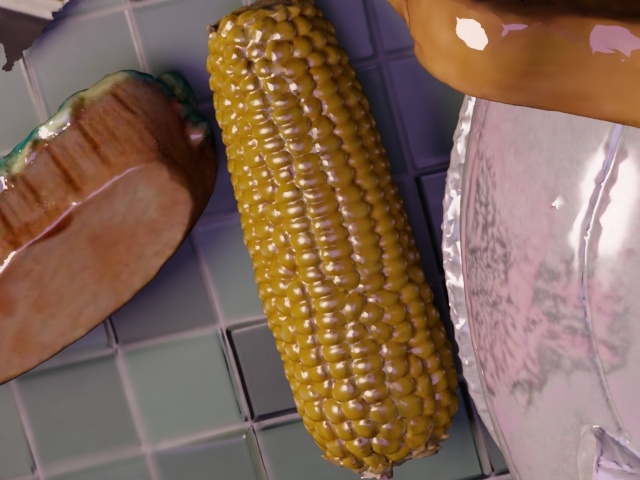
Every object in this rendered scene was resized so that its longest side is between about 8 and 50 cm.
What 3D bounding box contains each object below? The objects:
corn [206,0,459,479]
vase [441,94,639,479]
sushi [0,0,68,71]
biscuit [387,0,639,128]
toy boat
[{"bbox_3d":[0.004,-0.001,1.036,0.091,0.091,0.260,-13,103,27],"label":"corn"},{"bbox_3d":[0.182,0.092,0.993,0.250,0.250,0.445,-1,110,2],"label":"vase"},{"bbox_3d":[-0.195,-0.261,0.977,0.290,0.050,0.264,38,120,-11],"label":"sushi"},{"bbox_3d":[0.182,-0.140,0.850,0.365,0.385,0.062,9,126,2],"label":"biscuit"},{"bbox_3d":[-0.174,0.024,1.047,0.293,0.099,0.108,-36,128,10],"label":"toy boat"}]
